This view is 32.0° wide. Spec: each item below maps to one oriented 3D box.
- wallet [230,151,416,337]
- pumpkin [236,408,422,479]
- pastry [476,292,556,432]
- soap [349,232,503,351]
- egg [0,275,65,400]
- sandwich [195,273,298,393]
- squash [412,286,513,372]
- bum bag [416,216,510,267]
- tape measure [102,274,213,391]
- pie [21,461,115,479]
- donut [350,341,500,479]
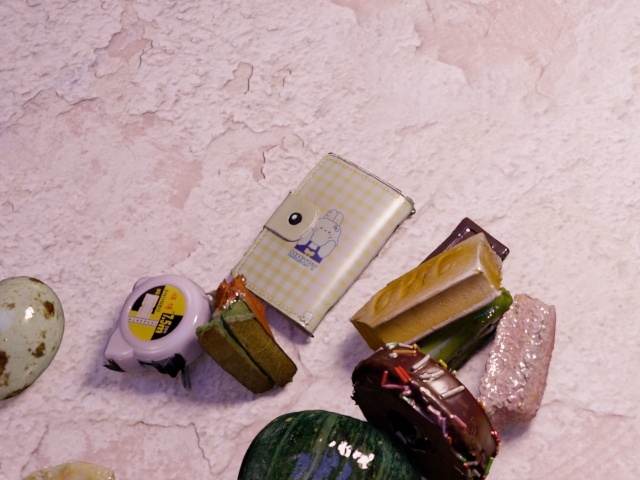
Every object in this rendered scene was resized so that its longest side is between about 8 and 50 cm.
[{"bbox_3d":[0.000,0.000,2.037,0.223,0.077,0.309,34,74,25],"label":"wallet"},{"bbox_3d":[0.022,0.386,1.664,0.293,0.197,0.263,31,65,-1],"label":"pumpkin"},{"bbox_3d":[0.317,0.208,1.811,0.112,0.103,0.265,16,71,41],"label":"pastry"},{"bbox_3d":[0.175,0.098,1.865,0.258,0.080,0.160,-30,13,19],"label":"soap"},{"bbox_3d":[-0.555,0.176,2.015,0.169,0.169,0.231,12,77,20],"label":"egg"},{"bbox_3d":[-0.131,0.167,1.944,0.109,0.184,0.160,-34,23,6],"label":"sandwich"},{"bbox_3d":[0.198,0.191,1.865,0.331,0.087,0.087,-43,60,-10],"label":"squash"},{"bbox_3d":[0.245,0.042,1.977,0.159,0.026,0.109,-44,59,-6],"label":"bum bag"},{"bbox_3d":[-0.275,0.157,1.997,0.178,0.105,0.196,10,62,27],"label":"tape measure"},{"bbox_3d":[-0.431,0.530,1.829,0.338,0.075,0.337,-6,60,11],"label":"pie"},{"bbox_3d":[0.159,0.265,1.697,0.270,0.269,0.103,34,64,28],"label":"donut"}]
